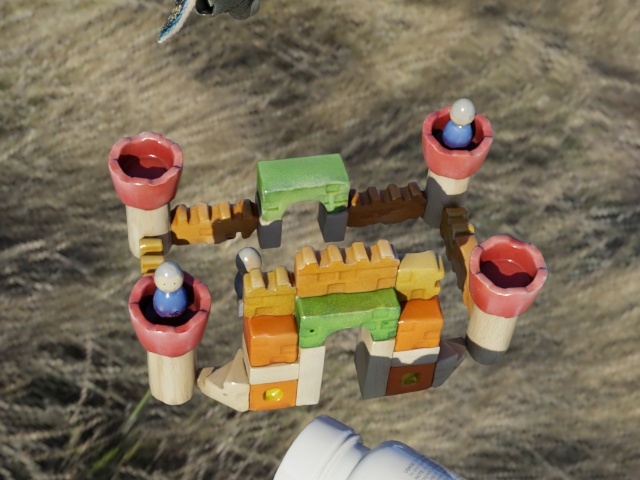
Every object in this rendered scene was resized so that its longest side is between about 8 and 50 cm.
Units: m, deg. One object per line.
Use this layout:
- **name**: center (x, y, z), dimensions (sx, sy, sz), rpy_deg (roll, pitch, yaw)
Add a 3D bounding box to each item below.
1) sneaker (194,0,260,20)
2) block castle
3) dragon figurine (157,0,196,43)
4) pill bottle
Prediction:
- **sneaker**: center (-0.103, -0.267, 1.332), dimensions (0.089, 0.170, 0.051), rpy_deg (-31, 87, -20)
- **block castle**: center (0.000, 0.000, 1.413), dimensions (0.453, 0.213, 0.303), rpy_deg (-6, 50, -10)
- **dragon figurine**: center (-0.114, -0.306, 0.937), dimensions (0.144, 0.289, 0.085), rpy_deg (20, 17, -7)
- **pill bottle**: center (0.074, 0.261, 1.164), dimensions (0.229, 0.131, 0.131), rpy_deg (28, 28, 19)
